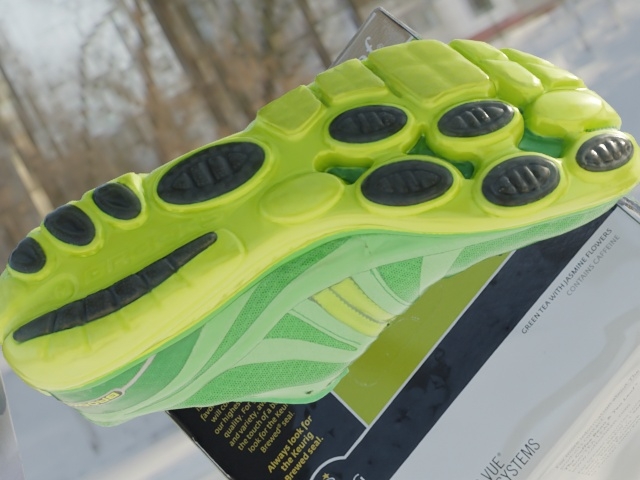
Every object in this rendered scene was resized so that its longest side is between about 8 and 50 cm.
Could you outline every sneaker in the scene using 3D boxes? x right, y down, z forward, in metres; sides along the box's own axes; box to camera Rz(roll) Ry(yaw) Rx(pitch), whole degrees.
[{"bbox_3d":[0.000,0.000,0.853,0.296,0.109,0.123,-20,-31,-1],"label":"sneaker"}]

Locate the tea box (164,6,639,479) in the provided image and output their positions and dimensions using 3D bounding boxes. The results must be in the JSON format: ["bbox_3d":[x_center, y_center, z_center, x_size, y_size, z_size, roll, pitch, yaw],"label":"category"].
[{"bbox_3d":[0.089,0.069,1.367,0.329,0.323,0.220,-51,-27,10],"label":"tea box"}]

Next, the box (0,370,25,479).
[{"bbox_3d":[-0.369,0.133,1.233,0.183,0.294,0.296,22,44,33],"label":"box"}]
